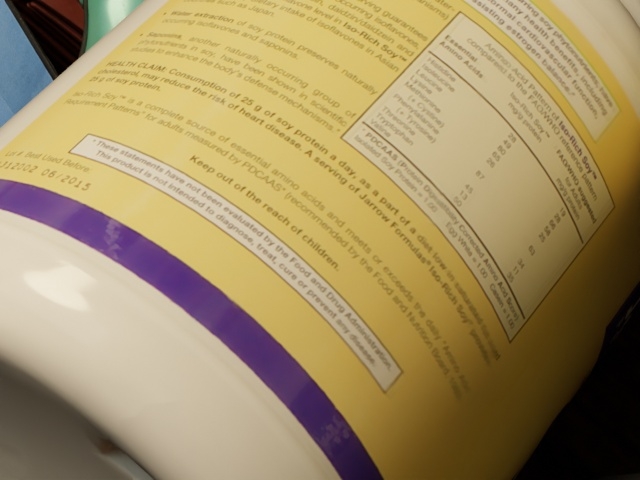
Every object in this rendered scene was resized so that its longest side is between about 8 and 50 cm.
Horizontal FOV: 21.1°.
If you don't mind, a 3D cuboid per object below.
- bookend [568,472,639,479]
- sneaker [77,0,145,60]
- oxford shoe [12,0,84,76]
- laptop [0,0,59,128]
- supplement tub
[{"bbox_3d":[0.139,0.169,0.634,0.157,0.072,0.156,-13,53,37],"label":"bookend"},{"bbox_3d":[-0.053,-0.139,0.877,0.121,0.108,0.302,32,85,24],"label":"sneaker"},{"bbox_3d":[-0.082,-0.192,1.063,0.348,0.123,0.130,-3,56,41],"label":"oxford shoe"},{"bbox_3d":[-0.372,-0.034,1.067,0.382,0.408,0.236,-58,5,18],"label":"laptop"},{"bbox_3d":[0.000,0.000,0.697,0.241,0.241,0.331,4,41,44],"label":"supplement tub"}]
